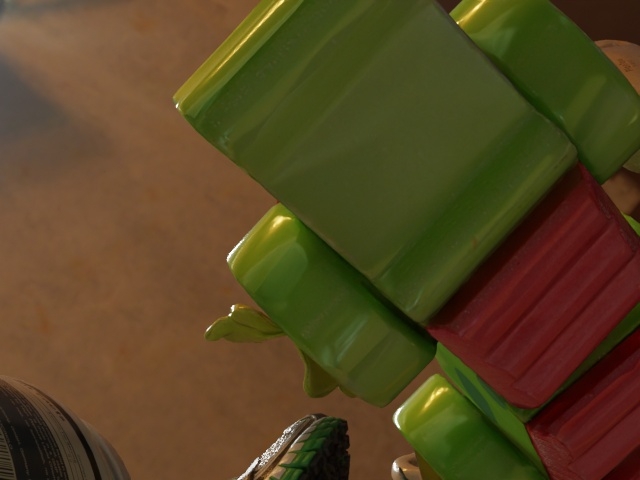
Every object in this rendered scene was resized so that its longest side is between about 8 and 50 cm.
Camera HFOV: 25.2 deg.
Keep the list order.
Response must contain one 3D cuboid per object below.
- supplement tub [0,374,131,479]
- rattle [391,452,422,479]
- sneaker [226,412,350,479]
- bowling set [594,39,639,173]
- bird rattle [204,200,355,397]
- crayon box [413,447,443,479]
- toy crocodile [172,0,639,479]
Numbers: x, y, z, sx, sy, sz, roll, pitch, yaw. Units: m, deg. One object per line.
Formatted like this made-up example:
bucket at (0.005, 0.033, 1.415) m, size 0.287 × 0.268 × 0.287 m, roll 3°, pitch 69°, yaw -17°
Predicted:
supplement tub at (-0.233, 0.162, 0.822) m, size 0.191 × 0.191 × 0.272 m, roll 48°, pitch -178°, yaw 20°
rattle at (0.136, 0.329, 1.730) m, size 0.130 × 0.142 × 0.200 m, roll 21°, pitch -173°, yaw 3°
sneaker at (-0.091, 0.230, 1.112) m, size 0.146 × 0.134 × 0.343 m, roll 19°, pitch -146°, yaw 28°
bowling set at (0.257, -0.020, 0.631) m, size 0.154 × 0.287 × 0.199 m, roll -99°, pitch -9°, yaw -76°
bird rattle at (0.000, 0.000, 1.152) m, size 0.143 × 0.253 × 0.207 m, roll 18°, pitch -131°, yaw 5°
crayon box at (0.237, 0.239, 1.359) m, size 0.319 × 0.081 × 0.202 m, roll -13°, pitch -96°, yaw -22°
toy crocodile at (0.069, 0.026, 0.443) m, size 0.105 × 0.115 × 0.340 m, roll 45°, pitch 178°, yaw 39°
